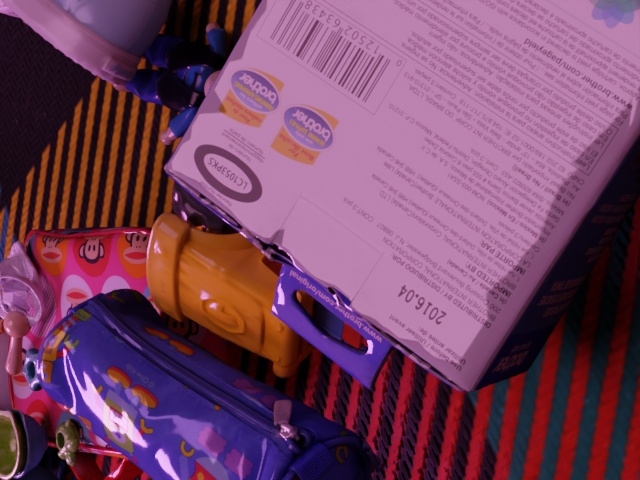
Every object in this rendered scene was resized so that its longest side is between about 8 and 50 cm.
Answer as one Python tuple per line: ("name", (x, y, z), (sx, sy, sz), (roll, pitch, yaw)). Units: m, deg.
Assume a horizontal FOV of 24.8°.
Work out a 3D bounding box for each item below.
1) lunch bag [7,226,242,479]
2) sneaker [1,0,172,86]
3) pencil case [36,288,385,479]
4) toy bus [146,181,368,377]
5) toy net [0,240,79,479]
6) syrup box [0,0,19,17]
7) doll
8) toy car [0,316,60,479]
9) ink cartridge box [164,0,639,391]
("lunch bag", (-0.198, 0.115, 1.426), (0.293, 0.120, 0.258), (3, 89, 50))
("sneaker", (-0.288, -0.314, 1.473), (0.366, 0.135, 0.150), (39, 96, 13))
("pencil case", (-0.098, 0.144, 1.176), (0.306, 0.119, 0.133), (30, 135, 35))
("toy bus", (0.000, 0.000, 1.173), (0.211, 0.220, 0.149), (32, 149, 19))
("toy net", (-0.290, 0.111, 1.417), (0.122, 0.045, 0.232), (-23, 74, 50))
("syrup box", (-0.295, -0.366, 1.605), (0.093, 0.096, 0.237), (-2, 87, 50))
("doll", (-0.135, -0.157, 1.432), (0.189, 0.046, 0.129), (20, 89, 49))
("toy car", (-0.365, 0.160, 1.572), (0.219, 0.210, 0.238), (31, 95, 31))
("ink cartridge box", (0.083, -0.085, 0.973), (0.270, 0.151, 0.395), (36, 103, 20))
